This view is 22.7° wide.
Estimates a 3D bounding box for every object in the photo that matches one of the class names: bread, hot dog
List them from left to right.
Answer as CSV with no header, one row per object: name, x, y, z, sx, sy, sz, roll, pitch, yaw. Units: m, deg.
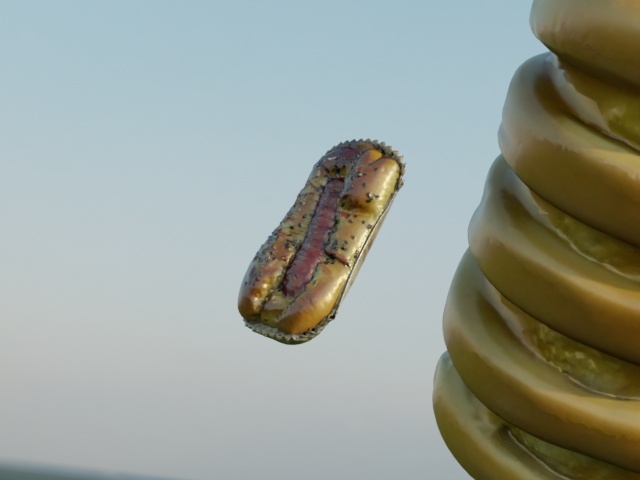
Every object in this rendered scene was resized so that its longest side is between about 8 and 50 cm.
hot dog,0.000,0.000,1.312,0.108,0.191,0.059,11,-25,43
bread,0.145,0.007,0.685,0.172,0.311,0.121,23,30,17
